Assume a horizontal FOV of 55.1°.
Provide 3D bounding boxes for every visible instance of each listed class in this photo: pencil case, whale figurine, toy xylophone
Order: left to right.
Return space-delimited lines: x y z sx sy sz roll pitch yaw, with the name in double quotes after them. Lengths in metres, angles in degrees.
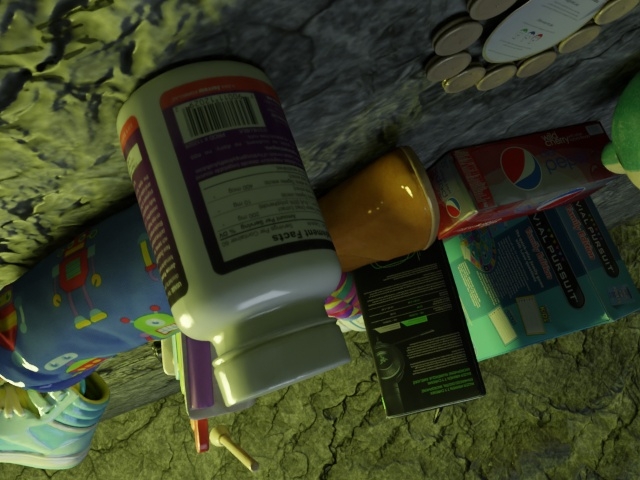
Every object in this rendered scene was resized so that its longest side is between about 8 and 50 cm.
-0.168 0.044 0.556 0.306 0.119 0.133 -26 141 25 "pencil case"
-0.141 0.156 0.753 0.081 0.236 0.322 -4 170 -19 "toy xylophone"
0.013 0.068 0.946 0.104 0.104 0.236 -23 161 12 "pencil case"
0.415 -0.156 0.690 0.216 0.141 0.272 -28 -171 32 "whale figurine"

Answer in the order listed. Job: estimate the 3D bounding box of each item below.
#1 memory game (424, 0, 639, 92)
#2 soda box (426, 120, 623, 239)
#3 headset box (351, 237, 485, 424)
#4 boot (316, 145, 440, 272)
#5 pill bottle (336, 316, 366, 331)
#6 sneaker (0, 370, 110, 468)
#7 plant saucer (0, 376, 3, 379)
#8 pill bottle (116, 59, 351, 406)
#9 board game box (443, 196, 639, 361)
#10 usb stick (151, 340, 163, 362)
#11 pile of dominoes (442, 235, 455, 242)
0.164 -0.165 0.457 0.186 0.012 0.186 -19 166 -5 "memory game"
0.259 -0.080 0.790 0.263 0.083 0.092 -13 165 -26 "soda box"
0.147 0.122 0.902 0.131 0.283 0.246 -17 164 11 "headset box"
0.000 -0.001 0.676 0.211 0.104 0.295 -19 171 -8 "boot"
0.100 0.112 1.244 0.124 0.124 0.221 -10 164 -39 "pill bottle"
-0.485 0.244 0.956 0.319 0.127 0.208 18 116 -39 "sneaker"
-0.386 0.142 0.815 0.200 0.037 0.200 -19 168 -4 "plant saucer"
-0.051 -0.003 0.386 0.108 0.193 0.108 -19 167 -5 "pill bottle"
0.321 0.044 1.012 0.079 0.254 0.336 -15 166 -27 "board game box"
-0.201 0.179 1.234 0.278 0.045 0.077 -19 160 -6 "usb stick"
0.107 -0.008 1.009 0.251 0.040 0.196 -5 162 -26 "pile of dominoes"
